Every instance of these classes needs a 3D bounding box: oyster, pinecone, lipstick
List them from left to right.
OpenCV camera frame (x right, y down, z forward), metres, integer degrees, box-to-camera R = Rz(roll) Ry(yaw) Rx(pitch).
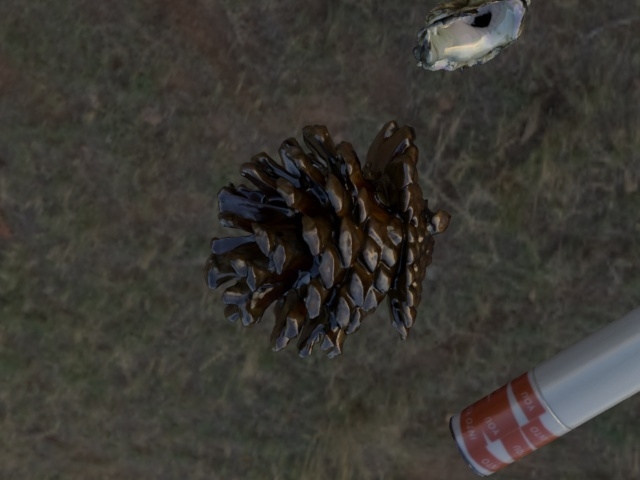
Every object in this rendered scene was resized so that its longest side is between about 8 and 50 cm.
[{"bbox_3d":[0.003,0.000,0.844,0.150,0.195,0.179,21,124,45],"label":"pinecone"},{"bbox_3d":[0.175,-0.253,1.331,0.163,0.081,0.191,-31,157,-3],"label":"oyster"},{"bbox_3d":[0.131,0.078,0.591,0.131,0.038,0.038,-34,122,19],"label":"lipstick"}]
